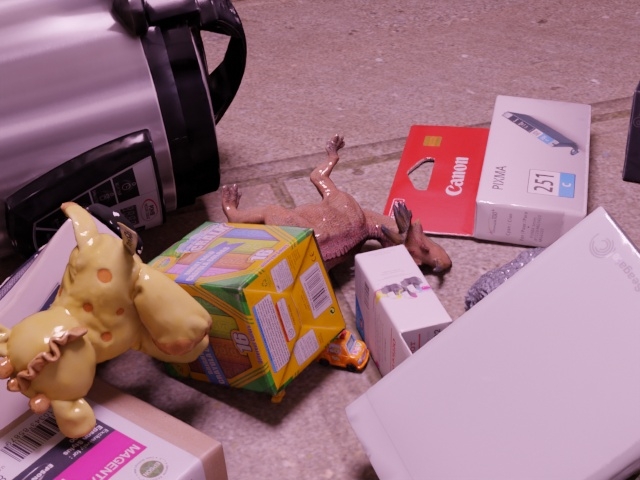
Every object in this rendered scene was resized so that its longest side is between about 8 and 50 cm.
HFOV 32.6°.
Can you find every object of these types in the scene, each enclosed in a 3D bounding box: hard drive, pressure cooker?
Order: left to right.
[{"bbox_3d":[-0.295,-0.193,1.364,0.421,0.375,0.370,-17,26,-13],"label":"pressure cooker"},{"bbox_3d":[0.184,0.141,0.960,0.307,0.040,0.203,-41,54,15],"label":"hard drive"}]

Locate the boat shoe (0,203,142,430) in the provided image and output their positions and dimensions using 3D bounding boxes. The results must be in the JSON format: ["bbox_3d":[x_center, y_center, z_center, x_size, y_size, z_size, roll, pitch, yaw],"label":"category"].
[{"bbox_3d":[-0.322,0.120,1.175,0.127,0.158,0.340,41,67,-6],"label":"boat shoe"}]

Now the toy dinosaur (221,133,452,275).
[{"bbox_3d":[0.000,0.000,1.314,0.296,0.127,0.200,-23,46,-19],"label":"toy dinosaur"}]

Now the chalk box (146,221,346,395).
[{"bbox_3d":[-0.106,0.067,1.185,0.213,0.132,0.132,2,31,40],"label":"chalk box"}]

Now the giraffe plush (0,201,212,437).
[{"bbox_3d":[-0.220,0.089,1.028,0.181,0.210,0.170,32,71,21],"label":"giraffe plush"}]

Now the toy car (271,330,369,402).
[{"bbox_3d":[0.002,0.135,1.181,0.060,0.040,0.122,21,41,30],"label":"toy car"}]

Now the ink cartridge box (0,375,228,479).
[{"bbox_3d":[-0.229,0.243,0.997,0.193,0.088,0.235,20,39,30],"label":"ink cartridge box"}]

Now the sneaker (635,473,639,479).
[{"bbox_3d":[0.256,0.305,0.852,0.128,0.126,0.321,21,48,34],"label":"sneaker"}]

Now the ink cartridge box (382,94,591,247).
[{"bbox_3d":[0.232,-0.104,1.493,0.261,0.066,0.296,6,35,11],"label":"ink cartridge box"}]

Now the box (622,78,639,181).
[{"bbox_3d":[0.565,-0.155,1.478,0.271,0.143,0.165,12,37,20],"label":"box"}]

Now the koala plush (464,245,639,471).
[{"bbox_3d":[0.233,0.141,1.051,0.196,0.203,0.221,-7,50,3],"label":"koala plush"}]

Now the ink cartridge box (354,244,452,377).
[{"bbox_3d":[0.093,0.100,1.170,0.062,0.104,0.181,-11,36,-12],"label":"ink cartridge box"}]
